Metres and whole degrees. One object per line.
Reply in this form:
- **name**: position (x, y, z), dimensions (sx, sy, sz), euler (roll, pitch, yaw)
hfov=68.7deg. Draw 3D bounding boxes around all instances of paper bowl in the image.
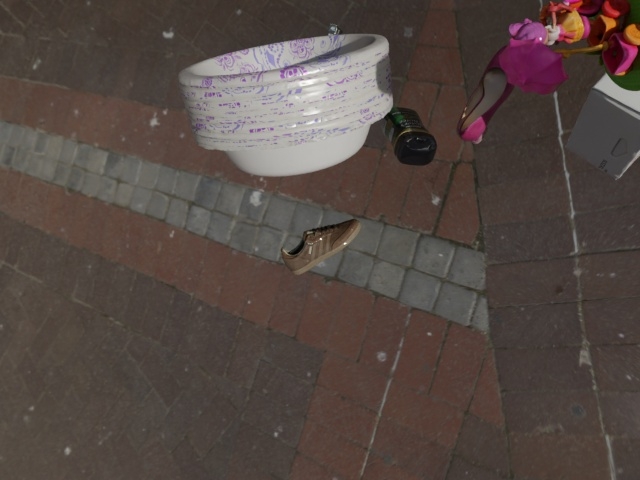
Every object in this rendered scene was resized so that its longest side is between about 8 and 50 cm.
- **paper bowl**: position (-0.041, -0.189, 0.656), dimensions (0.284, 0.284, 0.148), euler (6, 122, 27)

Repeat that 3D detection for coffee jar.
- **coffee jar**: position (0.210, -0.250, 1.122), dimensions (0.184, 0.096, 0.079), euler (-101, 18, -51)

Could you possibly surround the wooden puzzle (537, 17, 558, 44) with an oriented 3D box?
- **wooden puzzle**: position (0.534, -0.483, 1.078), dimensions (0.083, 0.006, 0.049), euler (28, 87, -3)

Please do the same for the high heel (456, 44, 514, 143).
- **high heel**: position (0.388, -0.350, 1.099), dimensions (0.082, 0.117, 0.244), euler (33, 106, 28)

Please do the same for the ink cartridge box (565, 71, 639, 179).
- **ink cartridge box**: position (0.635, -0.300, 0.882), dimensions (0.307, 0.223, 0.129), euler (-47, 67, -2)

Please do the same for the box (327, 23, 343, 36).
- **box**: position (0.031, -0.506, 1.204), dimensions (0.018, 0.067, 0.083), euler (19, 106, 12)

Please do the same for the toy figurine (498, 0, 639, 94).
- **toy figurine**: position (0.293, -0.244, 0.563), dimensions (0.159, 0.130, 0.173), euler (-14, 65, 0)

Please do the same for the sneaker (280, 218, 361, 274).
- **sneaker**: position (0.000, 0.000, 1.024), dimensions (0.188, 0.066, 0.071), euler (-36, 110, 1)
